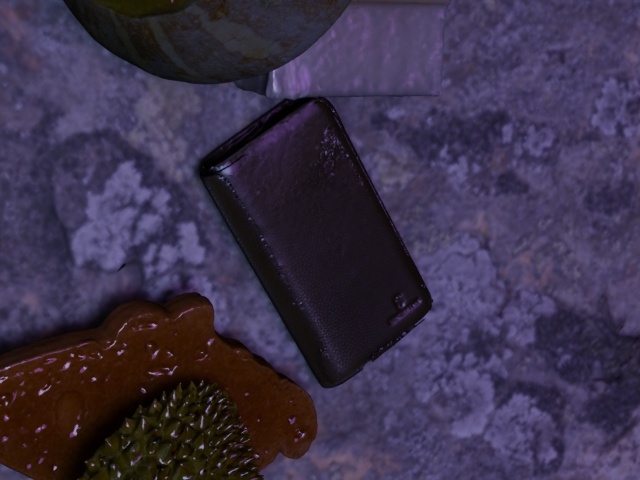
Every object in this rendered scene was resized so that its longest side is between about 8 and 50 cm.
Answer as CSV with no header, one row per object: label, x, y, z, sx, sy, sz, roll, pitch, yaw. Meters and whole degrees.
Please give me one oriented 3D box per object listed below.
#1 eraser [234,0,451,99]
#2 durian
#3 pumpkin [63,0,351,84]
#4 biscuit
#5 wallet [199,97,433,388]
eraser,0.020,-0.268,1.343,0.144,0.078,0.343,-4,104,-27
durian,-0.096,0.207,1.347,0.146,0.102,0.208,-19,121,-27
pumpkin,-0.081,-0.199,1.249,0.217,0.110,0.217,2,103,8
biscuit,-0.128,0.121,1.372,0.280,0.043,0.183,7,103,-27
wallet,0.000,0.000,1.421,0.110,0.031,0.198,-37,117,-17
